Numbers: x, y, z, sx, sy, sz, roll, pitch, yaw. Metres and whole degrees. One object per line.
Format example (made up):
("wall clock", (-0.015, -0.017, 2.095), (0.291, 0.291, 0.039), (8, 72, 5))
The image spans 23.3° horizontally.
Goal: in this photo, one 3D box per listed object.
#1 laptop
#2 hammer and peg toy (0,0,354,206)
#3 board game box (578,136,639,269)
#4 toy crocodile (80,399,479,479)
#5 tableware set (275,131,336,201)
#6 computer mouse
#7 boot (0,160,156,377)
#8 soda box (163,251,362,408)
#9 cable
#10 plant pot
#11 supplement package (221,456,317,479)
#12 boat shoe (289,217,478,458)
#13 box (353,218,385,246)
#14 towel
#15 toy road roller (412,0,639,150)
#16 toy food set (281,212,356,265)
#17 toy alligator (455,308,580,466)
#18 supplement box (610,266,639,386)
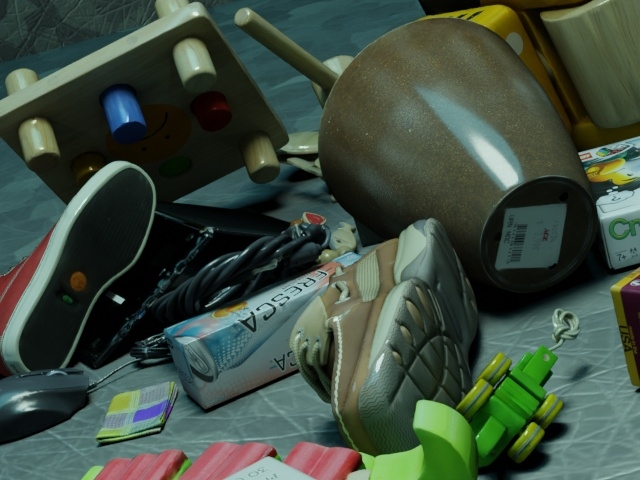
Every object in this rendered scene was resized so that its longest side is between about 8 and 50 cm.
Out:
("laptop", (-0.141, 0.041, 1.574), (0.264, 0.136, 0.234), (-49, 27, -13))
("hammer and peg toy", (-0.143, -0.151, 1.662), (0.361, 0.266, 0.127), (-26, 55, 8))
("board game box", (0.378, -0.065, 1.356), (0.305, 0.053, 0.193), (-15, 18, 4))
("toy crocodile", (-0.060, 0.171, 0.965), (0.341, 0.105, 0.115), (-8, 20, 26))
("tableware set", (0.010, -0.088, 1.782), (0.128, 0.039, 0.194), (-13, 20, -26))
("computer mouse", (-0.199, 0.112, 1.368), (0.242, 0.041, 0.071), (-24, 18, -23))
("boot", (-0.274, 0.024, 1.516), (0.176, 0.088, 0.244), (0, 52, 47))
("soda box", (-0.033, 0.073, 1.298), (0.183, 0.063, 0.058), (-23, 18, -18))
("cable", (-0.076, 0.040, 1.365), (0.151, 0.047, 0.184), (-25, -4, -33))
("plant pot", (0.136, -0.053, 1.345), (0.215, 0.215, 0.230), (-20, 32, -11))
("supplement package", (0.005, 0.230, 0.617), (0.177, 0.175, 0.293), (-25, 20, -27))
("boat shoe", (0.042, 0.084, 1.138), (0.116, 0.123, 0.324), (-20, 11, 15))
("box", (0.075, -0.036, 1.543), (0.083, 0.052, 0.062), (-15, 18, 9))
("towel", (-0.152, 0.142, 1.287), (0.060, 0.009, 0.083), (-13, 18, 9))
("toy road roller", (0.191, -0.159, 1.588), (0.240, 0.202, 0.329), (-41, 22, -26))
("toy food set", (0.000, 0.000, 1.483), (0.078, 0.019, 0.122), (18, 26, -8))
("toy alligator", (0.133, 0.109, 1.073), (0.051, 0.056, 0.190), (-54, -6, 36))
("supplement box", (0.303, 0.052, 1.031), (0.104, 0.080, 0.188), (-30, 23, -37))
